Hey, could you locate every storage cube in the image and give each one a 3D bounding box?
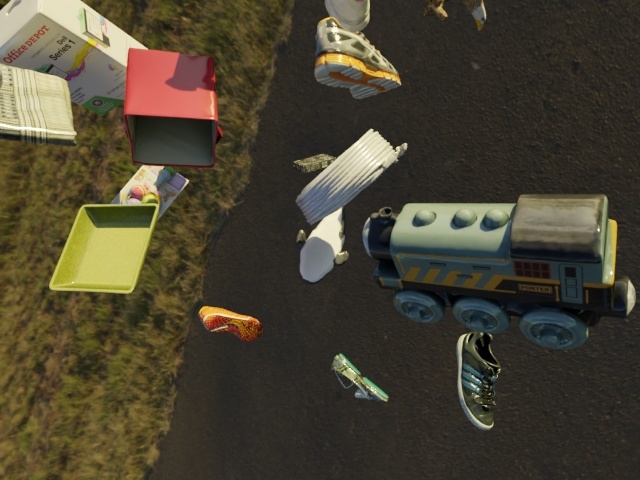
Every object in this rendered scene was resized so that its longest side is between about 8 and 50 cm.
[{"bbox_3d":[-0.342,-0.301,1.019,0.183,0.215,0.193,121,144,-60],"label":"storage cube"}]

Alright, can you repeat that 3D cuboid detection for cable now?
[{"bbox_3d":[0.053,-0.144,1.007,0.257,0.089,0.257,-41,6,-9],"label":"cable"}]

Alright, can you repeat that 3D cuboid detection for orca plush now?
[{"bbox_3d":[0.000,0.000,1.260,0.102,0.151,0.287,119,157,-67],"label":"orca plush"}]

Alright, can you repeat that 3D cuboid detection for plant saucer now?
[{"bbox_3d":[-0.413,0.020,0.863,0.188,0.045,0.188,1,64,15],"label":"plant saucer"}]

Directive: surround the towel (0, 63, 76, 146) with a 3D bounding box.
[{"bbox_3d":[-0.624,-0.274,0.789,0.324,0.312,0.056,52,130,42],"label":"towel"}]

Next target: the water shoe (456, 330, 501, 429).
[{"bbox_3d":[0.336,0.287,0.918,0.080,0.073,0.203,-47,36,48],"label":"water shoe"}]

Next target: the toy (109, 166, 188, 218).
[{"bbox_3d":[-0.520,-0.134,1.296,0.237,0.137,0.056,-57,6,-21],"label":"toy"}]

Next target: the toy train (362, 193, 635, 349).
[{"bbox_3d":[0.215,0.028,0.577,0.334,0.190,0.142,5,48,35],"label":"toy train"}]

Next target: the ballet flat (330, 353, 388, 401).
[{"bbox_3d":[0.103,0.403,1.230,0.188,0.070,0.070,38,110,27],"label":"ballet flat"}]

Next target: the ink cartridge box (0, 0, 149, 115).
[{"bbox_3d":[-0.588,-0.448,1.045,0.201,0.278,0.117,-20,67,25],"label":"ink cartridge box"}]

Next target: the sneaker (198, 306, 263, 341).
[{"bbox_3d":[-0.208,0.193,1.044,0.064,0.175,0.067,-57,39,2],"label":"sneaker"}]

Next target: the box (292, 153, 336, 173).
[{"bbox_3d":[-0.014,-0.179,1.010,0.067,0.083,0.018,36,140,58],"label":"box"}]

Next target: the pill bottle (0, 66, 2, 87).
[{"bbox_3d":[-0.576,-0.244,0.626,0.108,0.180,0.107,13,118,25],"label":"pill bottle"}]

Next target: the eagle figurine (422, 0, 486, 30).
[{"bbox_3d":[0.398,-0.632,1.061,0.298,0.225,0.226,-23,69,10],"label":"eagle figurine"}]

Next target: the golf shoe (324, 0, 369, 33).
[{"bbox_3d":[0.027,-0.633,0.984,0.115,0.140,0.306,-32,94,-3],"label":"golf shoe"}]

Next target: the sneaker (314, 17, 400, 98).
[{"bbox_3d":[0.064,-0.284,0.693,0.084,0.215,0.083,-11,87,32],"label":"sneaker"}]
